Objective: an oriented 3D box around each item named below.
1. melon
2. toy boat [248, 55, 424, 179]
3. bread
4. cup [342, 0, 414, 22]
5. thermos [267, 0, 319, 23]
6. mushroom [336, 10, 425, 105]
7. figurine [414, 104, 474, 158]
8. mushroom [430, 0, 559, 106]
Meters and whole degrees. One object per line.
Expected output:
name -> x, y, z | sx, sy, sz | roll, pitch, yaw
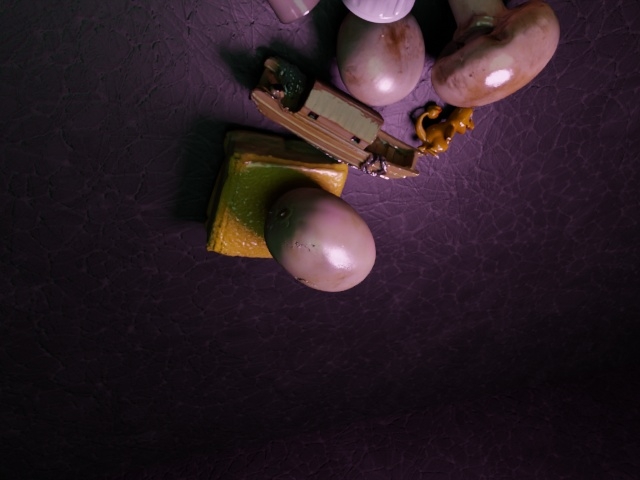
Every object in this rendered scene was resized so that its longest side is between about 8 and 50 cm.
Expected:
melon -> 0.000, 0.000, 1.222 | 0.223, 0.223, 0.316 | -40, 135, 17
toy boat -> 0.052, -0.278, 1.179 | 0.445, 0.136, 0.162 | 27, 150, -20
bread -> -0.119, -0.111, 1.324 | 0.323, 0.143, 0.333 | 5, 128, -26
cup -> 0.130, -0.571, 0.957 | 0.166, 0.221, 0.202 | 1, 164, -10
thermos -> -0.103, -0.530, 0.987 | 0.137, 0.105, 0.193 | -11, 139, 34
mushroom -> 0.127, -0.417, 1.130 | 0.226, 0.178, 0.227 | -17, 116, -39
figurine -> 0.330, -0.314, 1.355 | 0.176, 0.121, 0.122 | -36, 107, -5
mushroom -> 0.352, -0.457, 1.114 | 0.292, 0.293, 0.290 | -32, 109, 9
